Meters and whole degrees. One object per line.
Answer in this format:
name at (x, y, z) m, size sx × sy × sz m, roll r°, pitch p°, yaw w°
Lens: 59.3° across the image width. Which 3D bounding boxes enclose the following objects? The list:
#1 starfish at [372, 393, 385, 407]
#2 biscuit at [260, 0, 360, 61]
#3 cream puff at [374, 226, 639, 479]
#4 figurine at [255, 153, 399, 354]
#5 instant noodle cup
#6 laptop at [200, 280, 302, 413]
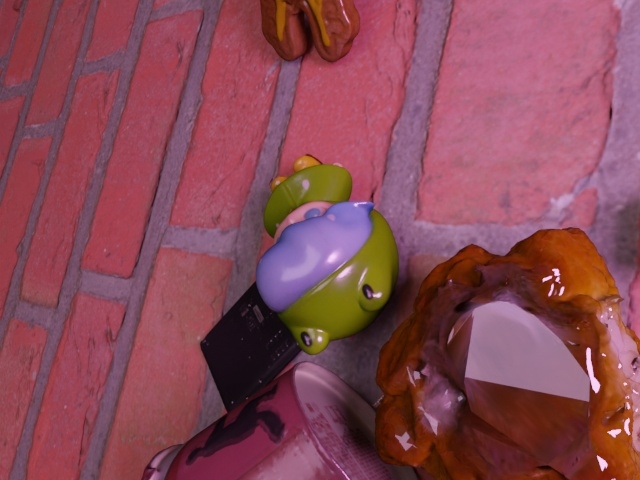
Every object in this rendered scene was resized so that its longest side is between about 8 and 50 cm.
starfish at (0.096, 0.150, 0.585) m, size 0.092 × 0.016 × 0.086 m, roll 28°, pitch 92°, yaw 38°
biscuit at (-0.036, -0.379, 0.724) m, size 0.186 × 0.044 × 0.295 m, roll 14°, pitch 128°, yaw 40°
cream puff at (0.155, 0.115, 0.456) m, size 0.241 × 0.155 × 0.269 m, roll 27°, pitch 93°, yaw 37°
figurine at (0.000, 0.000, 0.641) m, size 0.162 × 0.143 × 0.263 m, roll -36°, pitch 39°, yaw 16°
instant noodle cup at (-0.025, 0.241, 0.529) m, size 0.178 × 0.235 × 0.235 m, roll -43°, pitch 53°, yaw 9°
laptop at (-0.087, 0.129, 0.742) m, size 0.180 × 0.016 × 0.129 m, roll -48°, pitch 51°, yaw 18°
